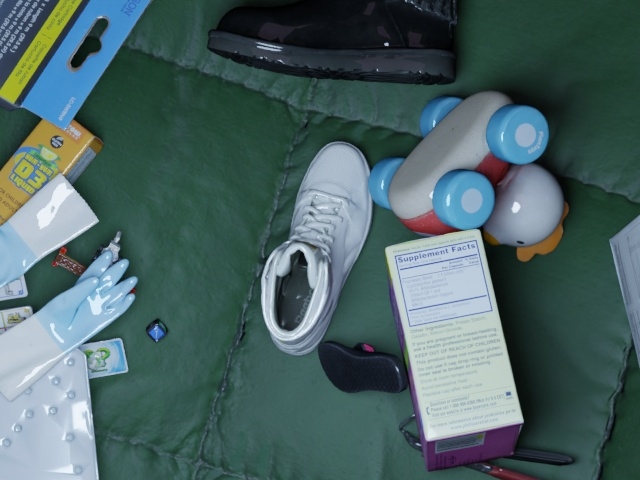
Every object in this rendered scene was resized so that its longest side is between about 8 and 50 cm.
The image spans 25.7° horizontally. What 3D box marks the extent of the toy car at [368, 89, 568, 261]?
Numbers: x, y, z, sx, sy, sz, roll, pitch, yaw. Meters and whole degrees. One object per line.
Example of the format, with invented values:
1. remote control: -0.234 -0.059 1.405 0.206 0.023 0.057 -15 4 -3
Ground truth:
1. toy car: 0.225 -0.049 1.802 0.238 0.219 0.210 44 80 -23

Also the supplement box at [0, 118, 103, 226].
1. supplement box: -0.392 -0.065 1.861 0.078 0.080 0.233 37 83 5

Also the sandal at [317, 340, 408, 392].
1. sandal: 0.060 0.161 1.787 0.040 0.179 0.067 -25 107 -33

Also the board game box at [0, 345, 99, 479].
1. board game box: -0.469 0.352 1.780 0.390 0.050 0.390 -7 80 -1

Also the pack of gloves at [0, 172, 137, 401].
1. pack of gloves: -0.363 0.056 1.773 0.232 0.046 0.195 -39 87 -5

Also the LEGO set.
1. LEGO set: -0.330 0.095 1.847 0.244 0.060 0.182 -10 108 -1

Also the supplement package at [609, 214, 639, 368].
1. supplement package: 0.492 0.053 1.720 0.199 0.263 0.198 -12 81 0

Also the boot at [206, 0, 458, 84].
1. boot: 0.029 -0.347 1.855 0.348 0.131 0.260 3 89 -8

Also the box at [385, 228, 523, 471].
1. box: 0.161 0.140 1.725 0.117 0.213 0.243 -11 71 1

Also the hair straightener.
1. hair straightener: 0.216 0.261 1.819 0.230 0.047 0.089 14 73 9

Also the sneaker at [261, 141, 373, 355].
1. sneaker: 0.000 0.000 1.794 0.108 0.169 0.292 13 82 6

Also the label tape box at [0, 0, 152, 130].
1. label tape box: -0.409 -0.308 1.872 0.333 0.106 0.241 31 80 6
